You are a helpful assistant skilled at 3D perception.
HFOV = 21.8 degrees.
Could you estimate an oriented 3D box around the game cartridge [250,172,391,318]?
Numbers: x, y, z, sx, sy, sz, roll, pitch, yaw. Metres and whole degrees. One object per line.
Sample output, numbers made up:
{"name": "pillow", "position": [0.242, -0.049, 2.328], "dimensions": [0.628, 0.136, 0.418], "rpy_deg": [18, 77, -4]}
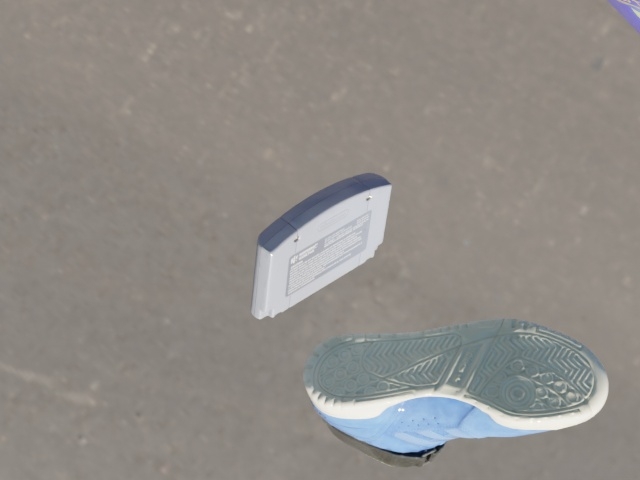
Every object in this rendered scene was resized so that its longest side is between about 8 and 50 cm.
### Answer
{"name": "game cartridge", "position": [0.000, 0.000, 0.812], "dimensions": [0.083, 0.017, 0.056], "rpy_deg": [-30, 148, -35]}

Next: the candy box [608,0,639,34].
{"name": "candy box", "position": [0.250, -0.181, 0.930], "dimensions": [0.317, 0.268, 0.122], "rpy_deg": [31, 90, -49]}

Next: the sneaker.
{"name": "sneaker", "position": [0.071, 0.082, 0.861], "dimensions": [0.152, 0.058, 0.084], "rpy_deg": [-2, 156, 6]}
